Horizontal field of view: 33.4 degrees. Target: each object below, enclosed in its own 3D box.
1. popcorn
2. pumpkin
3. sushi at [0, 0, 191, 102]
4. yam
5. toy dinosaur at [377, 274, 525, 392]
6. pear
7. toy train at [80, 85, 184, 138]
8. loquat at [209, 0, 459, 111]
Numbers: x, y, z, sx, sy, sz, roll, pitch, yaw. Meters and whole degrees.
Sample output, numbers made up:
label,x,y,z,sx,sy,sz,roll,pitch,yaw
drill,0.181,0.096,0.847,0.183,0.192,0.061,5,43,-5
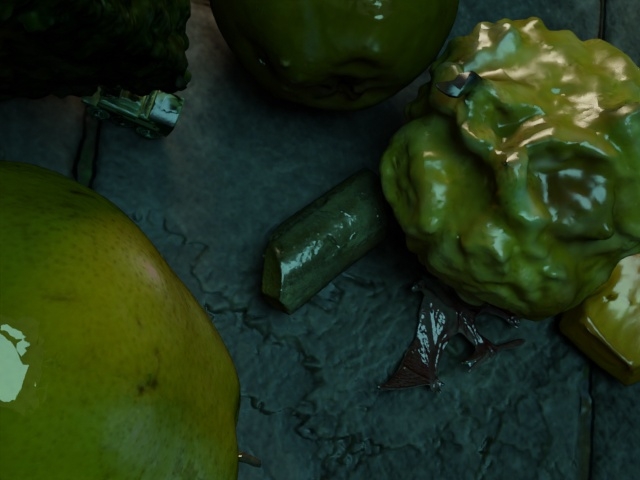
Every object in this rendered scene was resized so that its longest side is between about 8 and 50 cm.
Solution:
label,x,y,z,sx,sy,sz,roll,pitch,yaw
popcorn,0.173,-0.066,0.888,0.249,0.225,0.249,-8,47,9
pumpkin,0.347,0.025,1.020,0.258,0.095,0.290,-5,72,-11
sushi,-0.250,-0.186,0.697,0.294,0.352,0.178,-5,88,9
yam,0.000,0.000,0.912,0.146,0.069,0.070,-37,94,-23
toy dinosaur,0.129,0.072,0.966,0.220,0.032,0.108,-33,89,-26
pear,-0.192,0.083,0.712,0.336,0.285,0.285,-4,80,-37
toy train,-0.156,-0.113,0.878,0.083,0.053,0.033,22,72,-18
loquat,0.012,-0.234,0.893,0.213,0.213,0.246,3,69,-21
